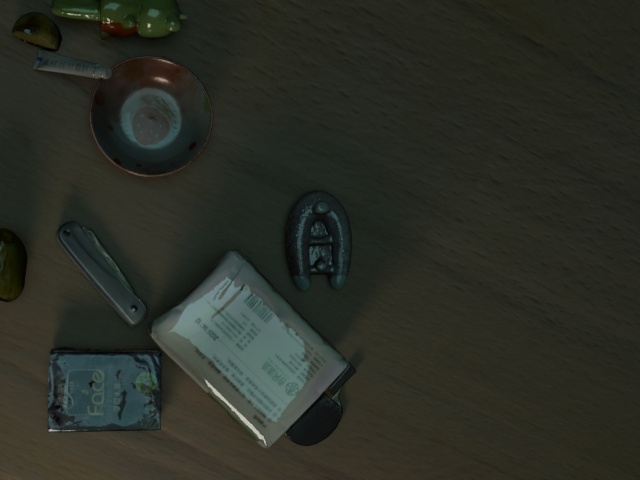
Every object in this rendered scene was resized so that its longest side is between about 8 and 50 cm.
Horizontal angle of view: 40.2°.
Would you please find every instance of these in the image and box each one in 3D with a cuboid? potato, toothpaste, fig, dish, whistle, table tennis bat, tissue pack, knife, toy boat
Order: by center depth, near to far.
[{"bbox_3d":[-0.668,0.044,1.780,0.144,0.154,0.165,3,128,-50],"label":"fig"},{"bbox_3d":[-0.593,-0.447,1.836,0.096,0.103,0.066,15,88,-14],"label":"potato"},{"bbox_3d":[-0.525,-0.367,1.847,0.190,0.031,0.048,14,85,21],"label":"toothpaste"},{"bbox_3d":[-0.455,0.316,1.855,0.235,0.073,0.173,3,86,-14],"label":"tissue pack"},{"bbox_3d":[-0.157,0.223,1.869,0.266,0.194,0.356,-45,96,-10],"label":"tissue pack"},{"bbox_3d":[-0.424,-0.488,1.871,0.288,0.131,0.106,-2,130,-15],"label":"whistle"},{"bbox_3d":[-0.466,0.069,1.879,0.073,0.040,0.265,-39,97,-23],"label":"knife"},{"bbox_3d":[-0.366,-0.262,1.893,0.260,0.085,0.260,1,86,-12],"label":"dish"},{"bbox_3d":[0.000,0.000,1.970,0.155,0.085,0.227,-1,88,-13],"label":"toy boat"},{"bbox_3d":[0.003,0.369,1.991,0.130,0.019,0.220,44,81,-9],"label":"table tennis bat"}]
